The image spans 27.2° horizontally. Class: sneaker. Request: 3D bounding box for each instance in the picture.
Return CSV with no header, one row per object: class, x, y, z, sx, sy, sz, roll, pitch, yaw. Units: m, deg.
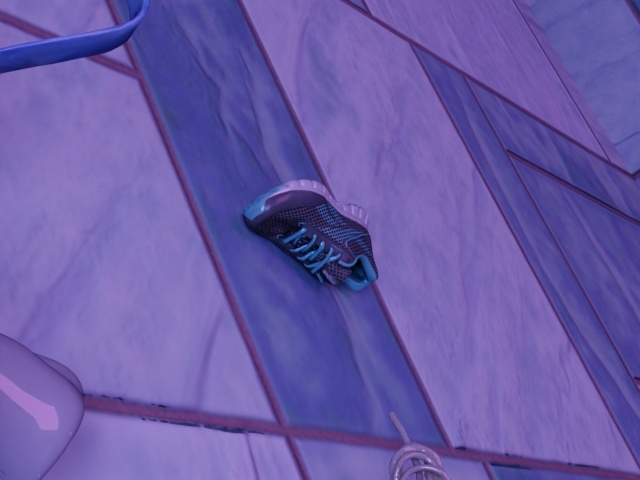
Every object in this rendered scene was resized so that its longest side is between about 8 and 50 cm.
sneaker,0.000,0.000,1.115,0.166,0.065,0.076,17,46,-52

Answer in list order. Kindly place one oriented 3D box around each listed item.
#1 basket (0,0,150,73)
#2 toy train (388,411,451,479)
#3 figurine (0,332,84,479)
basket,-0.255,-0.179,0.662,0.289,0.201,0.255,-26,78,-35
toy train,0.056,0.202,0.839,0.143,0.105,0.248,38,25,-56
figurine,-0.221,0.070,0.569,0.209,0.092,0.215,42,24,-14
